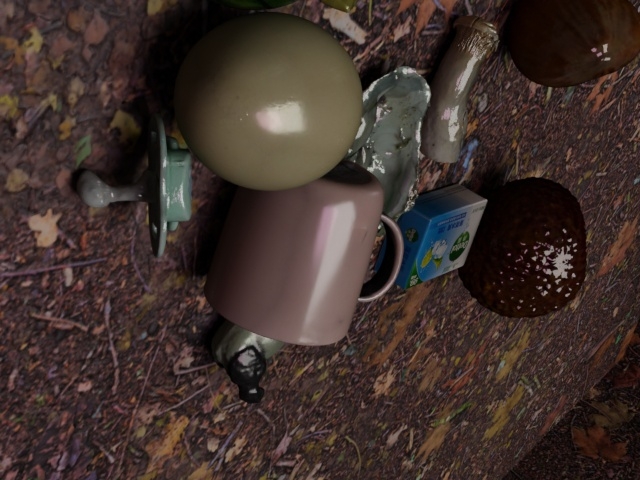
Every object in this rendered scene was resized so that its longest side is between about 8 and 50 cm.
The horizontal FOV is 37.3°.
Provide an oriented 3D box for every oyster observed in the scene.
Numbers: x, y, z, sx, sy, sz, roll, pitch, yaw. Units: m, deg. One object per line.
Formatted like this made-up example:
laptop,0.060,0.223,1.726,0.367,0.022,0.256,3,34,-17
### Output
oyster,0.090,-0.117,1.347,0.199,0.087,0.252,-41,141,-10

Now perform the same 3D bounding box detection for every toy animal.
toy animal,-0.067,0.108,1.332,0.225,0.094,0.121,-46,140,-18

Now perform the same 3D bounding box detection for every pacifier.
pacifier,-0.193,-0.058,0.983,0.116,0.127,0.150,-3,108,-14

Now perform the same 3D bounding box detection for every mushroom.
mushroom,0.203,-0.228,1.424,0.092,0.081,0.223,-8,124,-32

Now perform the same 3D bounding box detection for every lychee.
lychee,0.374,0.011,1.756,0.260,0.260,0.261,-38,146,-32

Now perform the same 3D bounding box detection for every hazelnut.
hazelnut,0.404,-0.341,1.505,0.210,0.210,0.186,-13,89,-52

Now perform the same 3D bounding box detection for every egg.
egg,-0.054,-0.144,0.990,0.241,0.186,0.186,-14,130,-62

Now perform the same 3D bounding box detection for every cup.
cup,0.000,0.000,1.190,0.252,0.191,0.200,8,111,-30

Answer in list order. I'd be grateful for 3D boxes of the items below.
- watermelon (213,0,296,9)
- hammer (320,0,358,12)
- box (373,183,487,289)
watermelon,-0.035,-0.315,0.923,0.204,0.127,0.232,-62,157,0
hammer,0.057,-0.371,1.063,0.159,0.041,0.226,-52,165,-53
box,0.191,-0.009,1.623,0.194,0.073,0.139,-18,132,-49
